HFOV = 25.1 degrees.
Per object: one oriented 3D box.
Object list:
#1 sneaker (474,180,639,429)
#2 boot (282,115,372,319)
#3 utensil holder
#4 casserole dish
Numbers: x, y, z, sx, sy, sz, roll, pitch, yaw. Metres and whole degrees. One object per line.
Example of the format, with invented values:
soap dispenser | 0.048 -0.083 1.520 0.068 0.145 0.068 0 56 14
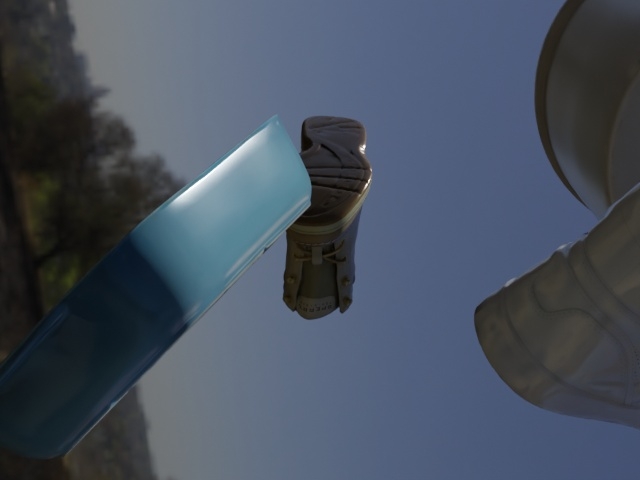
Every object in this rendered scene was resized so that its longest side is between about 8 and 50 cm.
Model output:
sneaker | 0.244 0.035 0.819 0.169 0.293 0.108 -45 -127 32
boot | 0.000 0.000 1.253 0.213 0.077 0.165 -80 176 -64
utensil holder | 0.390 -0.116 1.391 0.385 0.328 0.327 -84 170 -75
casserole dish | -0.057 0.018 0.521 0.037 0.114 0.188 44 27 -2
